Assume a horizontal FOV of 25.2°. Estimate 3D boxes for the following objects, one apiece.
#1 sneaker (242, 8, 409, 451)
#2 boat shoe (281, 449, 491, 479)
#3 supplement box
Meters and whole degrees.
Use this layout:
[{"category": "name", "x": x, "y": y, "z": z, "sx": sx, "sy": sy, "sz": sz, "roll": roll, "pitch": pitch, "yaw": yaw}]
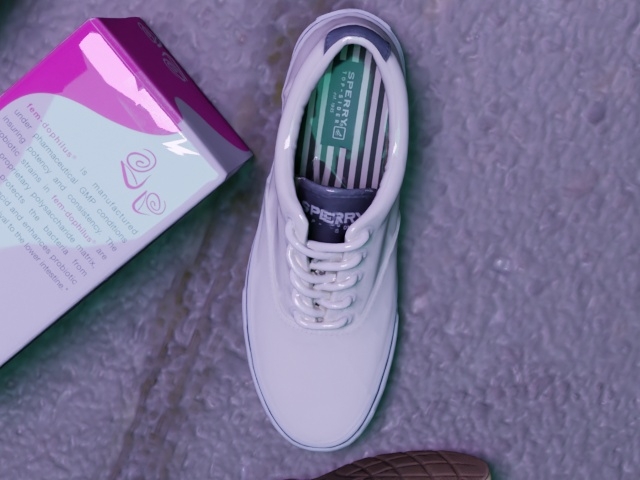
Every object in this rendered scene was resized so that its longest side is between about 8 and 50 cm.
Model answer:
[{"category": "sneaker", "x": 0.000, "y": 0.000, "z": 0.805, "sx": 0.094, "sy": 0.091, "sz": 0.258, "roll": 3, "pitch": 100, "yaw": 5}, {"category": "boat shoe", "x": 0.020, "y": 0.170, "z": 0.850, "sx": 0.178, "sy": 0.064, "sz": 0.060, "roll": -15, "pitch": 103, "yaw": 14}, {"category": "supplement box", "x": -0.160, "y": -0.016, "z": 0.807, "sx": 0.220, "sy": 0.114, "sz": 0.111, "roll": -38, "pitch": 94, "yaw": 11}]
